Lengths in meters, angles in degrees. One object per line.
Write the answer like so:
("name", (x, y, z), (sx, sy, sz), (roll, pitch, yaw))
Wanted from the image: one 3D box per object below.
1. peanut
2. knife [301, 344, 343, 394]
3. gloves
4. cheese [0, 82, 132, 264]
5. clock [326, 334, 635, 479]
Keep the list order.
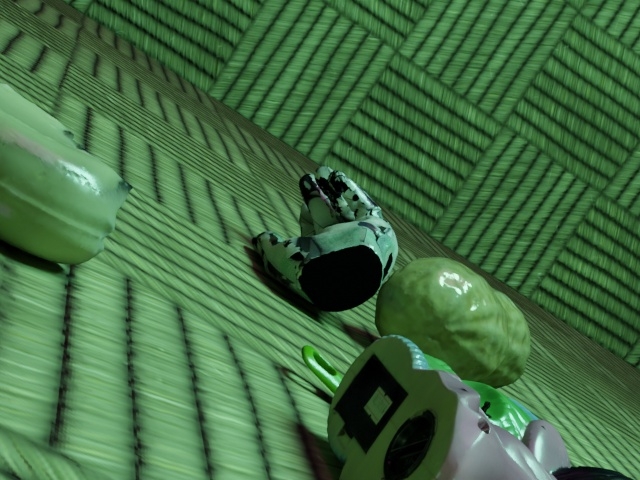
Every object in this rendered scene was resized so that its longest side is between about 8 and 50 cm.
("peanut", (0.145, 0.095, 1.193), (0.123, 0.123, 0.256), (38, 4, 34))
("knife", (0.051, 0.131, 0.853), (0.166, 0.023, 0.078), (34, 10, -4))
("gloves", (0.008, 0.004, 1.178), (0.111, 0.127, 0.212), (42, 9, -10))
("cheese", (-0.242, -0.077, 0.735), (0.249, 0.071, 0.163), (31, 6, -22))
("clock", (0.112, 0.149, 0.701), (0.195, 0.100, 0.194), (33, 5, -16))
